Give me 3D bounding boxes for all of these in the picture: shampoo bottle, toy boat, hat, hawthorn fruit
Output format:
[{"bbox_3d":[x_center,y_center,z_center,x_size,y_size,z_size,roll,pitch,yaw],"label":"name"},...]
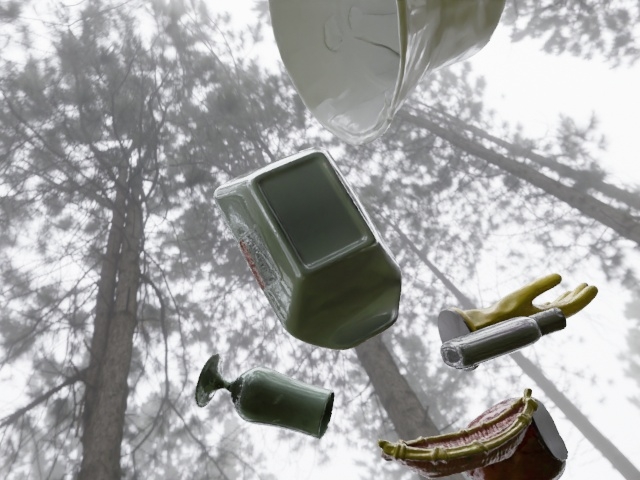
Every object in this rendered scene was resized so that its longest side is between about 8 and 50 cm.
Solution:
[{"bbox_3d":[0.242,0.126,0.708,0.165,0.080,0.040,-15,-99,-13],"label":"shampoo bottle"},{"bbox_3d":[0.252,0.350,0.956,0.318,0.141,0.099,-12,-101,-17],"label":"toy boat"},{"bbox_3d":[0.051,-0.179,0.391,0.126,0.203,0.203,-18,-61,-22],"label":"hat"},{"bbox_3d":[0.375,0.434,1.116,0.251,0.189,0.189,-26,-61,2],"label":"hawthorn fruit"}]

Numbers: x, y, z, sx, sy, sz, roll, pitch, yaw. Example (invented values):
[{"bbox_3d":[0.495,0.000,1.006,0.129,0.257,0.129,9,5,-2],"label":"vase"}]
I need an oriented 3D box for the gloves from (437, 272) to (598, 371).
[{"bbox_3d":[0.373,0.135,1.003,0.294,0.133,0.116,-17,-94,-17],"label":"gloves"}]

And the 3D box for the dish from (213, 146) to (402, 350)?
[{"bbox_3d":[0.000,0.000,0.587,0.154,0.064,0.234,-26,-103,-19],"label":"dish"}]

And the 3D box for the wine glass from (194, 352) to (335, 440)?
[{"bbox_3d":[-0.095,0.278,0.961,0.231,0.103,0.103,13,-66,14],"label":"wine glass"}]
